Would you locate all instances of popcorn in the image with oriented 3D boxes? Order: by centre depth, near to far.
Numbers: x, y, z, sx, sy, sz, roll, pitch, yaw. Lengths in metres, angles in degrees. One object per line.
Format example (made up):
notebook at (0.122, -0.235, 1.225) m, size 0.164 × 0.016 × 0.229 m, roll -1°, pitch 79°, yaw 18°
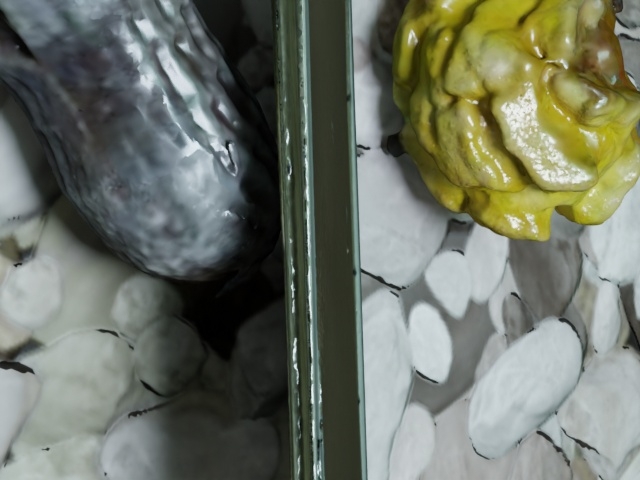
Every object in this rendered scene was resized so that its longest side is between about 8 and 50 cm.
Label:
popcorn at (0.111, -0.079, 0.850) m, size 0.167 × 0.152 × 0.148 m, roll 64°, pitch 22°, yaw -18°

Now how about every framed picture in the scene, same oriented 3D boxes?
framed picture at (0.000, 0.000, 0.727) m, size 0.232 × 0.019 × 0.296 m, roll 18°, pitch 70°, yaw -83°

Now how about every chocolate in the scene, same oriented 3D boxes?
chocolate at (-0.095, -0.087, 0.668) m, size 0.110 × 0.110 × 0.248 m, roll -45°, pitch 120°, yaw -36°
